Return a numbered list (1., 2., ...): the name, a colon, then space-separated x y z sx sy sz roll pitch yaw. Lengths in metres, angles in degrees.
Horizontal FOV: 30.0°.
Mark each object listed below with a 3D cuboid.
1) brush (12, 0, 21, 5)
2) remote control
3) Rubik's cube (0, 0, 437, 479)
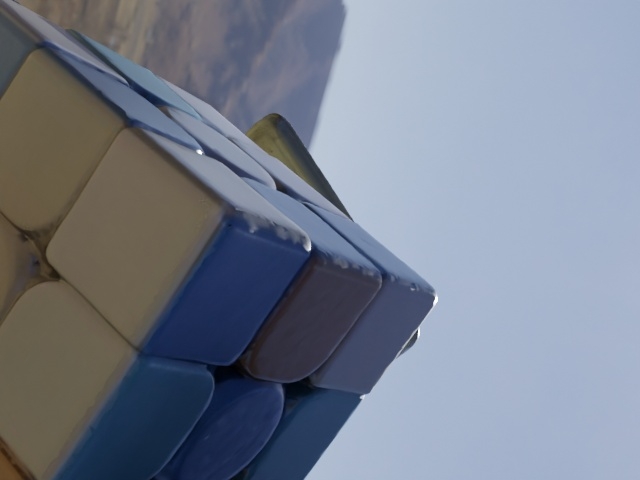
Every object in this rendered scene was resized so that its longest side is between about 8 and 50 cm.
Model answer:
1. brush: -0.392 -0.312 1.251 0.071 0.084 0.301 -80 151 -63
2. remote control: 0.001 -0.001 1.324 0.090 0.309 0.038 -40 167 30
3. Rubik's cube: -0.178 0.055 0.982 0.344 0.347 0.346 -56 150 8
